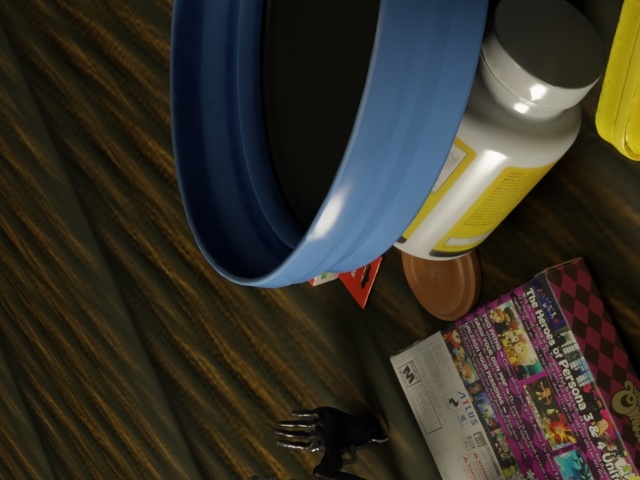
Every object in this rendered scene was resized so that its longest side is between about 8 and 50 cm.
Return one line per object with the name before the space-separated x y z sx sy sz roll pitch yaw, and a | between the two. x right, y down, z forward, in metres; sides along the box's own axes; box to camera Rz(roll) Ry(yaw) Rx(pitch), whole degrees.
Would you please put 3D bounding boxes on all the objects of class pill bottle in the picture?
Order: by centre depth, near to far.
pill bottle | 0.101 -0.072 0.899 0.103 0.103 0.184 61 145 18

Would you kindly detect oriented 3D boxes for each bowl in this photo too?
bowl | -0.006 -0.162 0.932 0.391 0.077 0.391 -176 90 -67

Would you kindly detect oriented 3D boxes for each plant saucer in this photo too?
plant saucer | 0.086 0.019 1.046 0.083 0.013 0.083 29 127 47

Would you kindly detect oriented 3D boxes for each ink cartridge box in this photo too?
ink cartridge box | 0.000 0.000 1.150 0.115 0.029 0.063 50 141 31

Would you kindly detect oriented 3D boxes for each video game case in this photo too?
video game case | 0.155 0.152 0.978 0.210 0.042 0.232 -39 73 56

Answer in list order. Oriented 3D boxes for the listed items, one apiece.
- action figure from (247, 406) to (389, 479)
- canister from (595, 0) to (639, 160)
action figure | 0.021 0.231 1.052 0.275 0.141 0.164 -119 16 -73
canister | 0.234 -0.069 0.731 0.170 0.073 0.126 39 135 38
